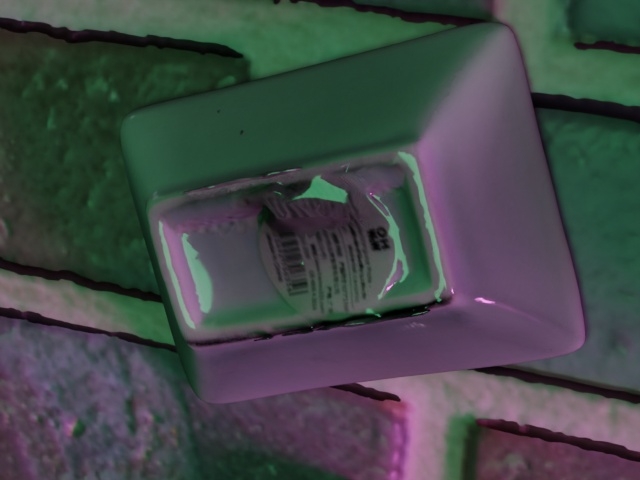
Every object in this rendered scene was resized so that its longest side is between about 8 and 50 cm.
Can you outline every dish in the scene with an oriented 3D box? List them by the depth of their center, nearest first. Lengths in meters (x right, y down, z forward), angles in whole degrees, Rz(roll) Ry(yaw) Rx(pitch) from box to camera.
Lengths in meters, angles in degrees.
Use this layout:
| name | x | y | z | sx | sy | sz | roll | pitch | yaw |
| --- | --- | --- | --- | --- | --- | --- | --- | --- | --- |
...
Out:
| name | x | y | z | sx | sy | sz | roll | pitch | yaw |
| --- | --- | --- | --- | --- | --- | --- | --- | --- | --- |
| dish | 0.000 | 0.000 | 0.790 | 0.243 | 0.080 | 0.182 | -11 | 99 | 25 |
